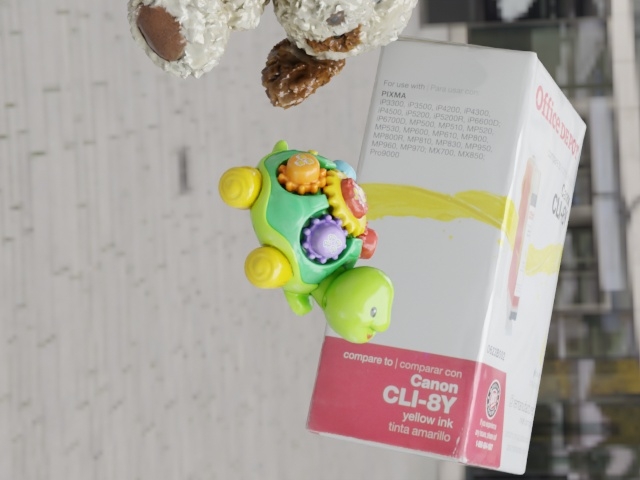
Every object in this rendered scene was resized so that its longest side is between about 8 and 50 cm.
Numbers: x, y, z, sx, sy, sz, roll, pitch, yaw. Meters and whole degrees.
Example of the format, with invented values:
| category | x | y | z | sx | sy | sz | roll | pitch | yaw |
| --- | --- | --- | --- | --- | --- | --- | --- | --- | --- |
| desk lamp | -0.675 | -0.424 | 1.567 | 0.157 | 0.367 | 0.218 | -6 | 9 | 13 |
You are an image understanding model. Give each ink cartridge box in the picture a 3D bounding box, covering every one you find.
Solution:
| category | x | y | z | sx | sy | sz | roll | pitch | yaw |
| --- | --- | --- | --- | --- | --- | --- | --- | --- | --- |
| ink cartridge box | 0.134 | 0.023 | 1.479 | 0.279 | 0.160 | 0.384 | 29 | 70 | -68 |

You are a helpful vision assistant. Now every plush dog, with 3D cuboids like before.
| category | x | y | z | sx | sy | sz | roll | pitch | yaw |
| --- | --- | --- | --- | --- | --- | --- | --- | --- | --- |
| plush dog | -0.016 | -0.246 | 1.326 | 0.225 | 0.262 | 0.210 | 35 | 30 | -29 |

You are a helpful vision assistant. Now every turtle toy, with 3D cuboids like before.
| category | x | y | z | sx | sy | sz | roll | pitch | yaw |
| --- | --- | --- | --- | --- | --- | --- | --- | --- | --- |
| turtle toy | 0.000 | 0.000 | 0.875 | 0.095 | 0.066 | 0.130 | 2 | 66 | -64 |
